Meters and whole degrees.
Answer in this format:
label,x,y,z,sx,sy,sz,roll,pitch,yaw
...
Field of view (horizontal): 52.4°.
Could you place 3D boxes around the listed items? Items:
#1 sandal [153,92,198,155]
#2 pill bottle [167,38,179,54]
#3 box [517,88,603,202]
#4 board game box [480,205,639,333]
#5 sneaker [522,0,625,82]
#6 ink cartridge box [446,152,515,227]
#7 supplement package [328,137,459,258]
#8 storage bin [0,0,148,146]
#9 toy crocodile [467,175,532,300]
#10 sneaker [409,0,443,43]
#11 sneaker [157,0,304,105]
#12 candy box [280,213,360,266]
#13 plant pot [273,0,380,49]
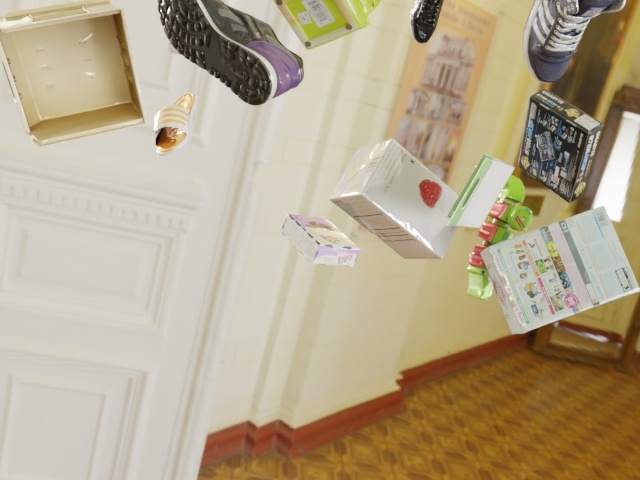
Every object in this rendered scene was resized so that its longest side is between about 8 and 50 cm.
label,x,y,z,sx,sy,sz,roll,pitch,yaw
sandal,-0.381,-0.315,1.663,0.102,0.076,0.265,-20,41,18
pill bottle,-0.286,-0.530,1.734,0.221,0.124,0.124,10,14,3
box,0.555,-0.219,1.526,0.051,0.220,0.175,-29,50,-18
board game box,0.578,0.074,1.588,0.303,0.224,0.097,-19,-9,-2
sneaker,0.436,-0.378,1.131,0.099,0.282,0.153,-9,42,-6
ink cartridge box,0.348,-0.113,1.474,0.056,0.171,0.235,36,18,28
supplement package,0.207,-0.101,1.702,0.293,0.177,0.175,36,-17,-22
storage bin,-0.543,-0.368,1.419,0.260,0.262,0.123,-18,39,-19
toy crocodile,0.464,-0.007,1.736,0.105,0.340,0.115,18,5,-26
sneaker,0.295,-0.639,1.757,0.079,0.217,0.121,10,21,-3
sneaker,-0.149,-0.337,1.087,0.283,0.107,0.124,45,45,11
candy box,0.000,0.000,2.000,0.165,0.070,0.196,6,25,-40
plant pot,0.010,-0.632,1.649,0.227,0.207,0.228,-12,-44,30
